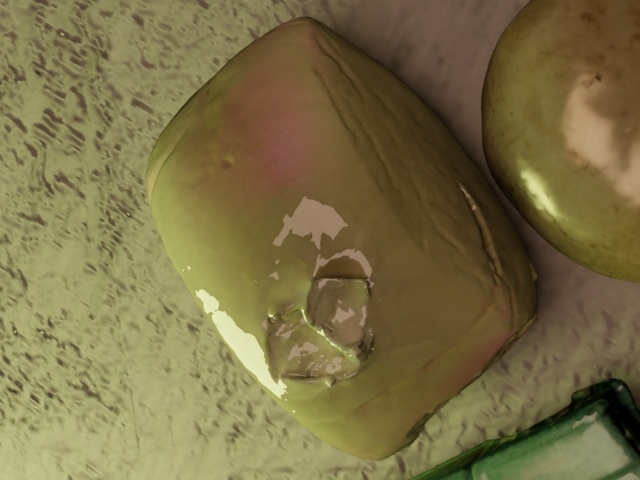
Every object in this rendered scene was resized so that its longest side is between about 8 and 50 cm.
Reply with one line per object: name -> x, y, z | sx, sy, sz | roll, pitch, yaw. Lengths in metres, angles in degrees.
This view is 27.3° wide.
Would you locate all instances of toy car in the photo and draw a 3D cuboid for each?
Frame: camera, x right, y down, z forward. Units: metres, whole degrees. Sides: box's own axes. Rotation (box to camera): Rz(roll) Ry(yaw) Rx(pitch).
toy car -> 0.069, 0.211, 0.757 | 0.321, 0.097, 0.141 | -33, 84, 25

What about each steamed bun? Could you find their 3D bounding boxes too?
steamed bun -> 0.000, 0.000, 0.728 | 0.170, 0.152, 0.238 | -41, 83, 23

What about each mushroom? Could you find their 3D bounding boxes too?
mushroom -> 0.164, -0.063, 0.662 | 0.166, 0.127, 0.166 | 0, 91, 2
